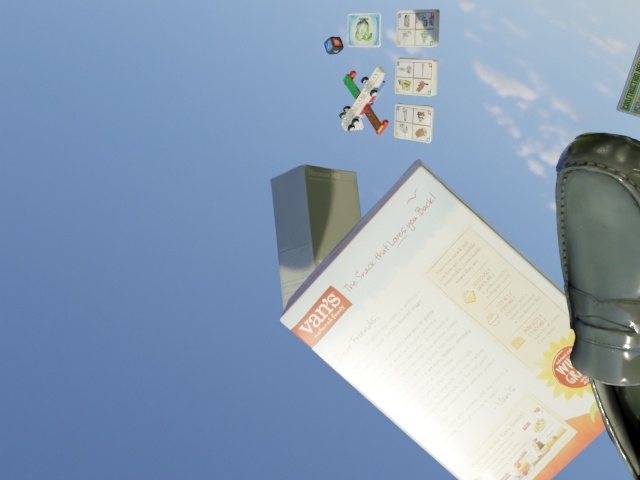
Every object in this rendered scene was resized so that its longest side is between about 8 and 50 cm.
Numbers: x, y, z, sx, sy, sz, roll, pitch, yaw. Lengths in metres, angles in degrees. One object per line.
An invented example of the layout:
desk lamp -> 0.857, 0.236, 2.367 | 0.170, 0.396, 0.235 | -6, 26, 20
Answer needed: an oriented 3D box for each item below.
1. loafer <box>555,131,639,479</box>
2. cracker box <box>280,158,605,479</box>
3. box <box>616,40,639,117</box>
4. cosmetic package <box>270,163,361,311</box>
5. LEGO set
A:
loafer -> 0.172, 0.045, 0.437 | 0.078, 0.223, 0.076 | -43, -148, -26
cracker box -> 0.107, 0.073, 0.610 | 0.232, 0.156, 0.067 | 42, -168, -4
box -> 0.306, -0.189, 0.698 | 0.036, 0.114, 0.207 | 20, -147, 18
cosmetic package -> 0.000, 0.000, 1.357 | 0.127, 0.107, 0.238 | 1, -101, -42
LEGO set -> 0.095, -0.248, 1.204 | 0.060, 0.183, 0.244 | -10, -163, -37
